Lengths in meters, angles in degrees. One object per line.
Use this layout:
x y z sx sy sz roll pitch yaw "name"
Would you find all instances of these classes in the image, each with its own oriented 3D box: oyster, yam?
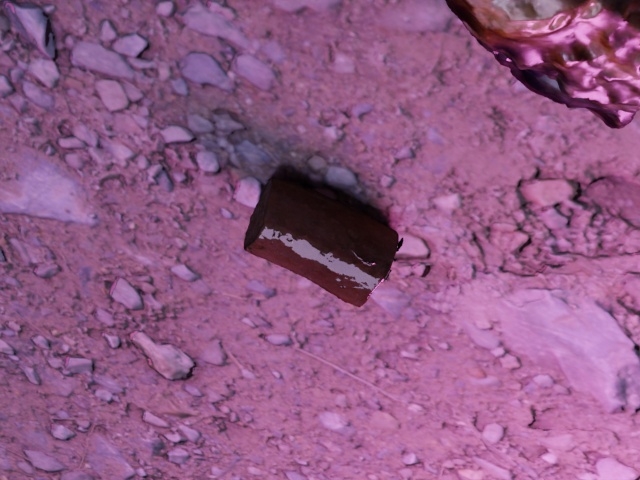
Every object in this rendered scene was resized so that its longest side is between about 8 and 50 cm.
0.170 -0.171 1.132 0.271 0.100 0.275 10 140 -8 "oyster"
0.000 0.001 1.450 0.127 0.084 0.084 24 144 -6 "yam"
